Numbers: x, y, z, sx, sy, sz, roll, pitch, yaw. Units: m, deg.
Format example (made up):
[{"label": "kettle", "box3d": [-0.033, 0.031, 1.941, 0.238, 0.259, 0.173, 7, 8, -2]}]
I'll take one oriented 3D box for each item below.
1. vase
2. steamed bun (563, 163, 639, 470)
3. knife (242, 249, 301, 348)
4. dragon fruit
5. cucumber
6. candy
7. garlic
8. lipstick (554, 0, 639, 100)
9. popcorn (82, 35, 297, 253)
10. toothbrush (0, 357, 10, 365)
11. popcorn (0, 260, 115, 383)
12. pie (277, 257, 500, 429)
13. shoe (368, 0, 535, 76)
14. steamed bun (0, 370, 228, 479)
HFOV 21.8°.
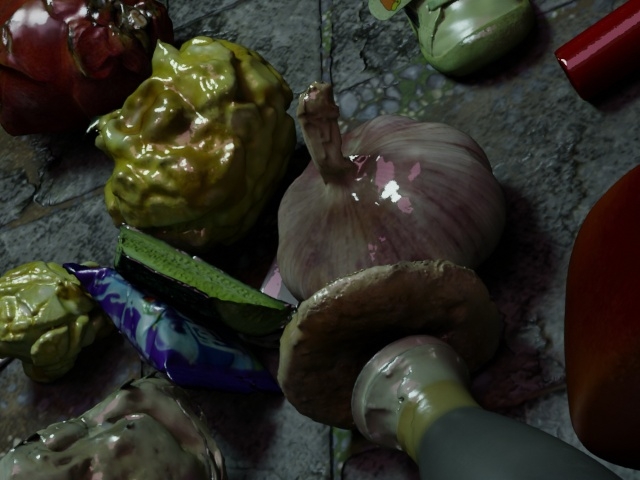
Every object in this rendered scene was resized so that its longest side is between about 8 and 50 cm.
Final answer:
[{"label": "vase", "box3d": [0.146, 0.206, 1.425, 0.173, 0.173, 0.321, -40, 37, -1]}, {"label": "steamed bun", "box3d": [0.370, 0.039, 1.340, 0.379, 0.248, 0.235, -14, 48, 25]}, {"label": "knife", "box3d": [-0.003, 0.000, 1.794, 0.073, 0.040, 0.265, 17, 65, 25]}, {"label": "dragon fruit", "box3d": [-0.324, -0.245, 2.102, 0.315, 0.250, 0.250, 0, 53, 17]}, {"label": "cucumber", "box3d": [-0.133, 0.049, 1.723, 0.220, 0.070, 0.046, 24, 107, 14]}, {"label": "candy", "box3d": [-0.158, 0.092, 1.759, 0.275, 0.145, 0.070, 38, 113, 48]}, {"label": "garlic", "box3d": [0.047, -0.053, 1.652, 0.245, 0.253, 0.245, -21, 38, 17]}, {"label": "lipstick", "box3d": [0.374, -0.245, 1.716, 0.279, 0.073, 0.073, -32, 42, 8]}, {"label": "popcorn", "box3d": [-0.143, -0.109, 1.833, 0.225, 0.249, 0.249, 33, 75, 13]}, {"label": "toothbrush", "box3d": [-0.422, 0.173, 1.950, 0.307, 0.029, 0.025, -41, 48, -1]}, {"label": "popcorn", "box3d": [-0.311, 0.084, 1.868, 0.135, 0.141, 0.162, 48, 119, 17]}, {"label": "pie", "box3d": [0.056, 0.091, 1.570, 0.218, 0.185, 0.052, -33, 37, 16]}, {"label": "shoe", "box3d": [0.136, -0.287, 1.898, 0.140, 0.128, 0.262, -42, 37, 18]}, {"label": "steamed bun", "box3d": [-0.217, 0.280, 1.588, 0.280, 0.207, 0.268, -36, -7, 35]}]
